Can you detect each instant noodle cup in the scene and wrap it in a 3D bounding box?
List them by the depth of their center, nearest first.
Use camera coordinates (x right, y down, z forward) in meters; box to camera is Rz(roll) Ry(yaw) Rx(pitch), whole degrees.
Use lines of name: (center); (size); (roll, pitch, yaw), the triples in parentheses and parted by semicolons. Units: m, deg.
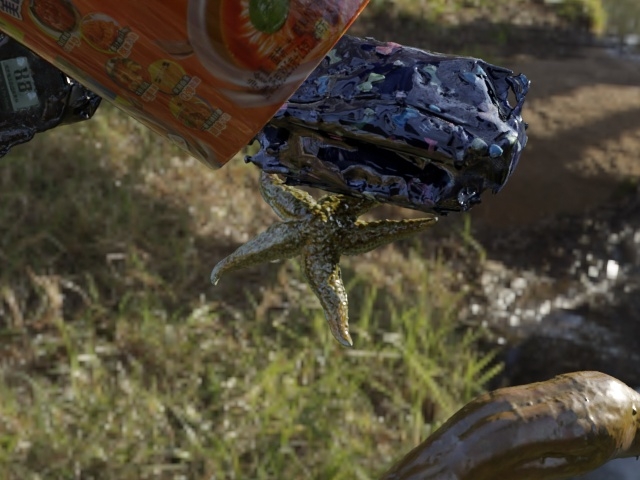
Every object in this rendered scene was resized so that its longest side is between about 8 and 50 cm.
instant noodle cup: (-0.077, -0.178, 0.756); (0.192, 0.250, 0.250); (39, 17, -11)

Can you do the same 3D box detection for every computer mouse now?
computer mouse: (-0.326, -0.160, 1.227); (0.241, 0.146, 0.077); (-10, 19, 0)

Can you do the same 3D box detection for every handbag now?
handbag: (0.059, -0.103, 1.125); (0.260, 0.113, 0.162); (14, 40, 21)

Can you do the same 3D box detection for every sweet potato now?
sweet potato: (0.085, 0.098, 0.575); (0.182, 0.053, 0.054); (-17, -18, -21)

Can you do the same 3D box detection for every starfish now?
starfish: (0.000, 0.000, 1.170); (0.223, 0.217, 0.050); (-22, -15, 4)
